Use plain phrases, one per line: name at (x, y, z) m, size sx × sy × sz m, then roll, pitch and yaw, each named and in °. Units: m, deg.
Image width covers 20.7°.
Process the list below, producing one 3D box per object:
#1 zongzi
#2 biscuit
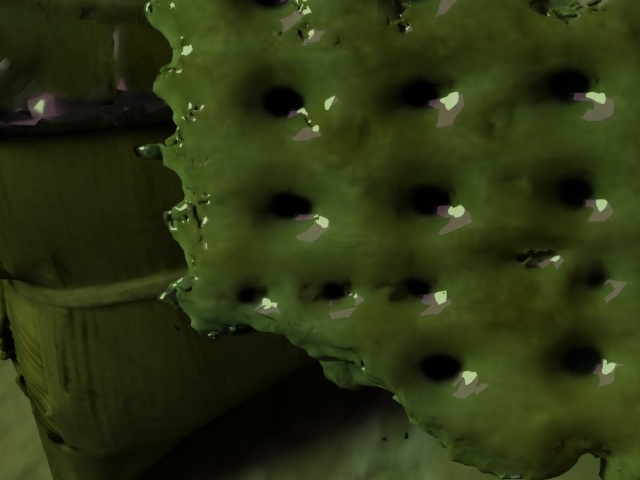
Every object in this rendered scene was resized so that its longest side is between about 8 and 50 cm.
zongzi at (0.000, 0.000, 0.437) m, size 0.194 × 0.197 × 0.099 m, roll -2°, pitch 38°, yaw 8°
biscuit at (0.032, -0.045, 0.340) m, size 0.144 × 0.016 × 0.203 m, roll -2°, pitch 100°, yaw 6°
